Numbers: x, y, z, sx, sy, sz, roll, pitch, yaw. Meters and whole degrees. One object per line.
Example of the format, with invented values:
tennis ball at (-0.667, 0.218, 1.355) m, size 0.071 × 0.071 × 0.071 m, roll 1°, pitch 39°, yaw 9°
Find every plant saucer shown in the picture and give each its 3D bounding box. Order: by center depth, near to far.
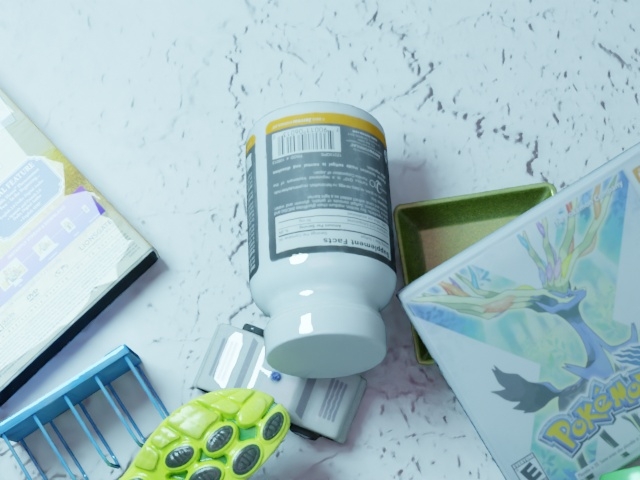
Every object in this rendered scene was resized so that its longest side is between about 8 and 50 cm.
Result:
plant saucer at (0.188, 0.041, 1.989) m, size 0.188 × 0.045 × 0.188 m, roll -9°, pitch 78°, yaw 1°

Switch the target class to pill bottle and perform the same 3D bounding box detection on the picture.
pill bottle at (0.000, 0.000, 1.923) m, size 0.162 × 0.162 × 0.278 m, roll -4°, pitch 65°, yaw 2°

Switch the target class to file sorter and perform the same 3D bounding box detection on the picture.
file sorter at (-0.255, 0.208, 1.940) m, size 0.170 × 0.118 × 0.104 m, roll -33°, pitch 82°, yaw -4°

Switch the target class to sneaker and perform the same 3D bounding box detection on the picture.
sneaker at (-0.159, 0.264, 1.912) m, size 0.295 × 0.123 × 0.109 m, roll -41°, pitch 82°, yaw 6°

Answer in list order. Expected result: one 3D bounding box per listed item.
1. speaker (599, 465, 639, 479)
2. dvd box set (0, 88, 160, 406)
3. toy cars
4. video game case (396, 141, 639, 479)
speaker at (0.382, 0.385, 1.857) m, size 0.131 × 0.131 × 0.296 m, roll -11°, pitch 79°, yaw 0°
dvd box set at (-0.439, -0.028, 2.029) m, size 0.307 × 0.062 × 0.420 m, roll -44°, pitch 79°, yaw -6°
toy cars at (0.001, 0.244, 1.932) m, size 0.176 × 0.087 × 0.393 m, roll -28°, pitch 78°, yaw -4°
video game case at (0.297, 0.100, 1.927) m, size 0.329 × 0.036 × 0.300 m, roll -32°, pitch 97°, yaw -4°
